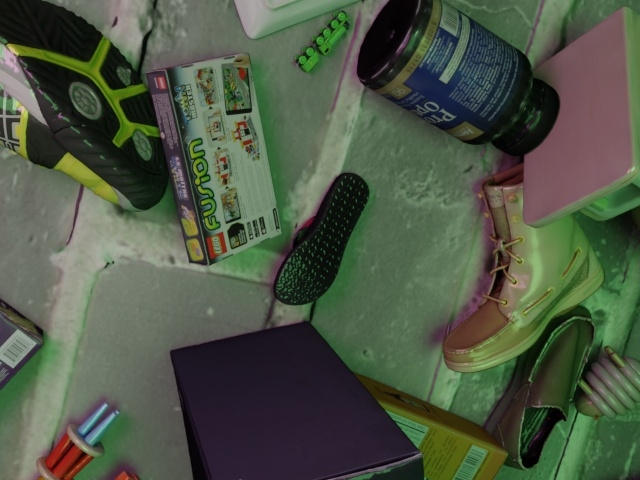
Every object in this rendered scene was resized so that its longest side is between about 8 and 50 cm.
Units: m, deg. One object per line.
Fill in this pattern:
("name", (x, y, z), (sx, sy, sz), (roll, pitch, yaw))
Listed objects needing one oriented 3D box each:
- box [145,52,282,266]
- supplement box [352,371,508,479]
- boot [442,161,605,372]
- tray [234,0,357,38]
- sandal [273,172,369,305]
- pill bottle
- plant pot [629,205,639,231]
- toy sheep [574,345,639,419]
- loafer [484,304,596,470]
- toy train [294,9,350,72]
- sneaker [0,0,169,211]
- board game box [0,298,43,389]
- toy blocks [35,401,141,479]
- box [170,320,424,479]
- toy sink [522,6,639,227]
("box", (-0.109, -0.089, 0.796), (0.114, 0.036, 0.207), (-24, 112, -42))
("supplement box", (0.126, 0.254, 0.966), (0.233, 0.078, 0.080), (29, 95, -23))
("boot", (0.233, 0.026, 0.935), (0.262, 0.095, 0.203), (-32, 112, -16))
("tray", (0.021, -0.334, 0.814), (0.270, 0.030, 0.145), (-24, 111, -13))
("sandal", (0.000, 0.000, 0.886), (0.067, 0.040, 0.179), (38, 74, -29))
("pill bottle", (0.161, -0.185, 0.848), (0.219, 0.123, 0.123), (25, 94, -22))
("plant pot", (0.490, -0.079, 0.913), (0.190, 0.284, 0.284), (20, 96, -16))
("toy sheep", (0.418, 0.203, 1.054), (0.132, 0.091, 0.091), (-42, 114, 14))
("loafer", (0.315, 0.207, 1.015), (0.094, 0.087, 0.251), (22, 95, -23))
("toy train", (0.004, -0.225, 0.840), (0.083, 0.017, 0.023), (-48, 123, -4))
("sneaker", (-0.305, -0.156, 0.703), (0.147, 0.145, 0.384), (-29, 125, 28))
("board game box", (-0.480, 0.164, 0.746), (0.347, 0.056, 0.208), (-47, 117, -4))
("toy blocks", (-0.258, 0.268, 0.844), (0.123, 0.054, 0.148), (43, 86, -22))
("box", (-0.029, 0.297, 0.776), (0.178, 0.343, 0.313), (-11, 107, -15))
("toy sink", (0.337, -0.115, 0.854), (0.131, 0.153, 0.234), (24, 57, -22))
